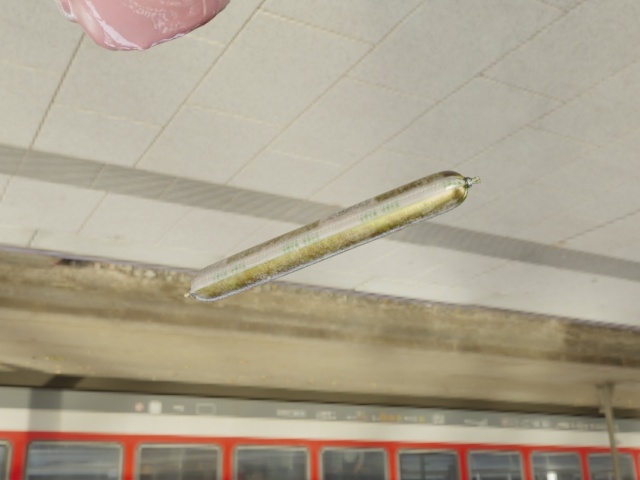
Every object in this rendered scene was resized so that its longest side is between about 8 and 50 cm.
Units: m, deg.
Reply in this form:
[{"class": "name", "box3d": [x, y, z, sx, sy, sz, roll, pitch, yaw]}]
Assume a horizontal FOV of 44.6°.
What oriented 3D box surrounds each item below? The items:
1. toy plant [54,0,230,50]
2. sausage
[{"class": "toy plant", "box3d": [-0.213, -0.375, 0.780, 0.210, 0.317, 0.356, -16, 125, -7]}, {"class": "sausage", "box3d": [0.000, 0.000, 0.617, 0.269, 0.033, 0.033, -22, 154, 22]}]
